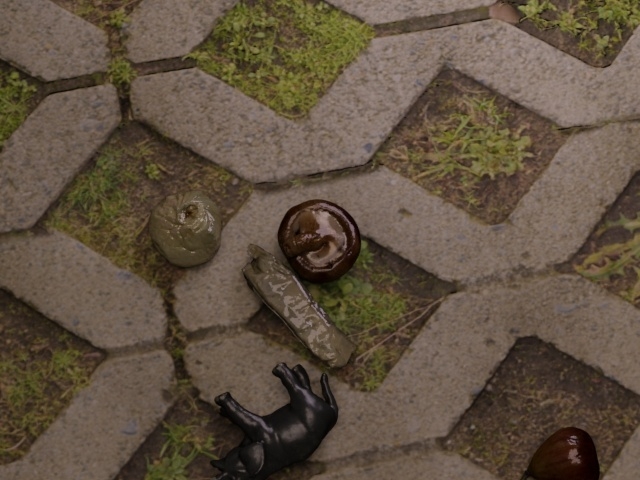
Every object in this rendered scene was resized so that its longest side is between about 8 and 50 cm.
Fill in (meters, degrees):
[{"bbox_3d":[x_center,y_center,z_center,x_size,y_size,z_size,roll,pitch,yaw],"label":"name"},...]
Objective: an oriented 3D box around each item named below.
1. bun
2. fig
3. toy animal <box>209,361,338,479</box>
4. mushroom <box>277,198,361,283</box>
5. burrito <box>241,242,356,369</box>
[{"bbox_3d":[-0.195,-0.020,1.806,0.115,0.069,0.115,0,72,0],"label":"bun"},{"bbox_3d":[0.319,0.308,1.705,0.125,0.089,0.089,-18,71,14],"label":"fig"},{"bbox_3d":[-0.093,0.270,1.699,0.269,0.082,0.137,-36,74,-13],"label":"toy animal"},{"bbox_3d":[0.000,0.000,1.794,0.127,0.087,0.127,0,74,1],"label":"mushroom"},{"bbox_3d":[-0.036,0.095,1.776,0.063,0.058,0.229,-40,78,-8],"label":"burrito"}]
